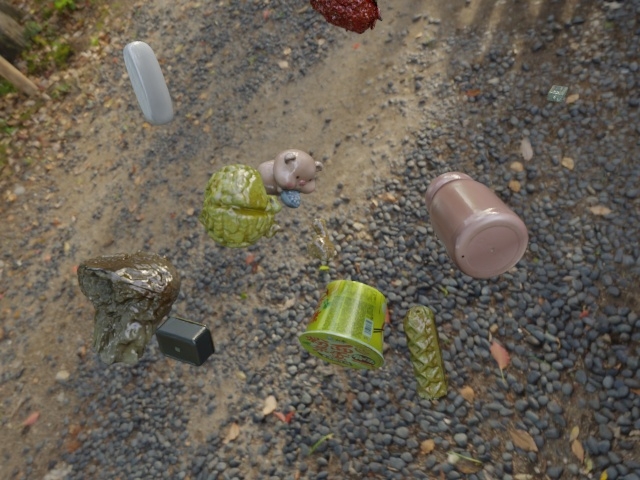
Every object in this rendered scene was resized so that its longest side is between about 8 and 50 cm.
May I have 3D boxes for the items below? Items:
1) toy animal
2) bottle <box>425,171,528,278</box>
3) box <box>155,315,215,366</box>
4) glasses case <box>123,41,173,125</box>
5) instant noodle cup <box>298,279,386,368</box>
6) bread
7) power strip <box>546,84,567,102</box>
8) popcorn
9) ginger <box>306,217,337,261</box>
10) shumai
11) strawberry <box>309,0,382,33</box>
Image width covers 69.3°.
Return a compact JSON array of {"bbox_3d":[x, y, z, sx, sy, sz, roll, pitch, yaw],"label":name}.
[{"bbox_3d":[-0.135,-0.268,1.894,0.221,0.210,0.229,33,112,38],"label":"toy animal"},{"bbox_3d":[0.352,-0.042,1.131,0.173,0.206,0.297,-1,32,-8],"label":"bottle"},{"bbox_3d":[-0.502,0.374,1.709,0.201,0.144,0.090,12,33,22],"label":"box"},{"bbox_3d":[-0.409,-0.372,1.106,0.049,0.193,0.074,-1,23,35],"label":"glasses case"},{"bbox_3d":[0.098,0.293,1.629,0.311,0.311,0.221,1,55,28],"label":"instant noodle cup"},{"bbox_3d":[0.279,0.295,1.230,0.098,0.269,0.087,-21,20,-17],"label":"bread"},{"bbox_3d":[0.437,-0.271,0.855,0.027,0.017,0.083,17,33,25],"label":"power strip"},{"bbox_3d":[-0.254,-0.103,1.460,0.258,0.270,0.224,-40,1,-38],"label":"popcorn"},{"bbox_3d":[-0.008,0.003,1.604,0.096,0.067,0.165,-16,63,-6],"label":"ginger"},{"bbox_3d":[-0.543,0.187,1.337,0.346,0.217,0.283,3,102,23],"label":"shumai"},{"bbox_3d":[0.063,-0.693,1.380,0.174,0.228,0.098,-137,62,-71],"label":"strawberry"}]
